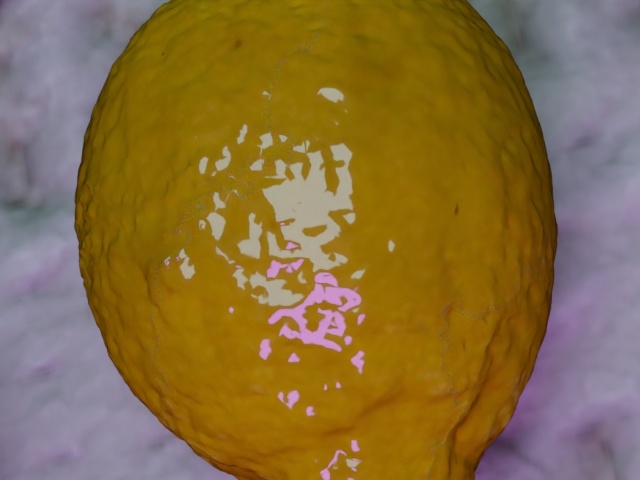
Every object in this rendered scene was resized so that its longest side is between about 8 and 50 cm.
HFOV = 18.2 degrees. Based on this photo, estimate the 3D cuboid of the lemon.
[{"bbox_3d":[0.000,0.000,0.582,0.142,0.142,0.187,-13,69,10],"label":"lemon"}]
